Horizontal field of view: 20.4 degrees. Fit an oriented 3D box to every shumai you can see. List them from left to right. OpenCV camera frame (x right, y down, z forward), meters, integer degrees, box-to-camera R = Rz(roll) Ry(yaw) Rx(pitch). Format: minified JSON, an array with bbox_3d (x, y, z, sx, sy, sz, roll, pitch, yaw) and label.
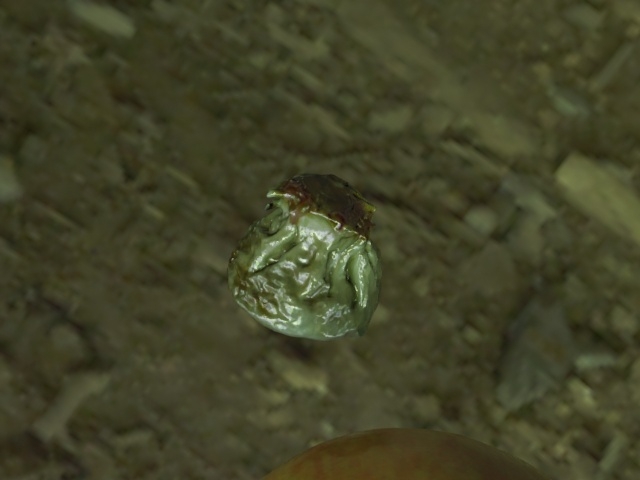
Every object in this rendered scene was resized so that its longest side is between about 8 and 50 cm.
[{"bbox_3d":[-0.001,0.000,1.113,0.099,0.087,0.124,21,27,2],"label":"shumai"}]

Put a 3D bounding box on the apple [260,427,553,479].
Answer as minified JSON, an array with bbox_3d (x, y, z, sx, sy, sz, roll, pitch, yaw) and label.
[{"bbox_3d":[0.050,0.236,0.927,0.264,0.264,0.264,26,31,-17],"label":"apple"}]
